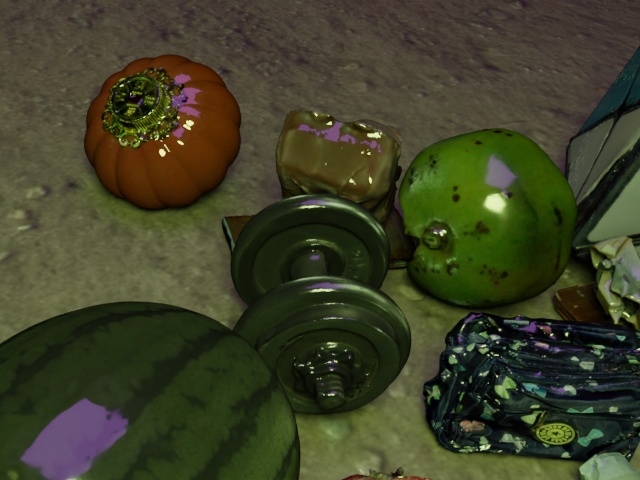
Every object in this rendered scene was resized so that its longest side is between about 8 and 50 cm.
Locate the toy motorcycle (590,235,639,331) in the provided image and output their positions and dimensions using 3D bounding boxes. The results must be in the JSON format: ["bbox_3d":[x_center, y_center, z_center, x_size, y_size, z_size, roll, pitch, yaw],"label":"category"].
[{"bbox_3d":[0.365,0.085,1.043,0.130,0.094,0.229,26,73,20],"label":"toy motorcycle"}]

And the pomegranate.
[{"bbox_3d":[0.228,-0.030,1.112,0.236,0.236,0.302,30,21,26],"label":"pomegranate"}]

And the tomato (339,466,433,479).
[{"bbox_3d":[0.052,0.292,0.734,0.189,0.099,0.173,-13,36,42],"label":"tomato"}]

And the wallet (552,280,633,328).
[{"bbox_3d":[0.399,0.088,1.136,0.176,0.026,0.095,-11,46,-24],"label":"wallet"}]

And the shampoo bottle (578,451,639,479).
[{"bbox_3d":[0.326,0.298,0.816,0.072,0.049,0.212,-6,39,-18],"label":"shampoo bottle"}]

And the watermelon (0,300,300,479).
[{"bbox_3d":[-0.176,0.199,0.652,0.279,0.279,0.359,26,38,22],"label":"watermelon"}]

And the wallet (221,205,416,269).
[{"bbox_3d":[0.000,0.000,1.166,0.255,0.031,0.137,-5,40,-16],"label":"wallet"}]

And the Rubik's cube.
[{"bbox_3d":[0.526,-0.109,1.155,0.310,0.307,0.305,24,40,-2],"label":"Rubik's cube"}]

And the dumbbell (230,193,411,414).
[{"bbox_3d":[-0.005,0.069,0.937,0.192,0.192,0.290,2,38,-9],"label":"dumbbell"}]

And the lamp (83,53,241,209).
[{"bbox_3d":[-0.218,-0.150,1.186,0.223,0.196,0.223,-4,69,11],"label":"lamp"}]

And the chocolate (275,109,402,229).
[{"bbox_3d":[0.020,-0.069,1.063,0.148,0.214,0.093,13,73,9],"label":"chocolate"}]

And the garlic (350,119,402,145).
[{"bbox_3d":[0.064,-0.131,1.319,0.101,0.087,0.195,24,33,-2],"label":"garlic"}]

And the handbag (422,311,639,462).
[{"bbox_3d":[0.240,0.155,0.898,0.260,0.162,0.113,6,35,-9],"label":"handbag"}]
